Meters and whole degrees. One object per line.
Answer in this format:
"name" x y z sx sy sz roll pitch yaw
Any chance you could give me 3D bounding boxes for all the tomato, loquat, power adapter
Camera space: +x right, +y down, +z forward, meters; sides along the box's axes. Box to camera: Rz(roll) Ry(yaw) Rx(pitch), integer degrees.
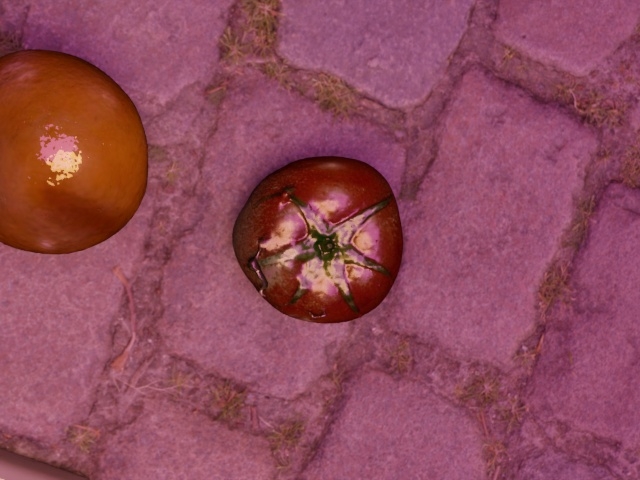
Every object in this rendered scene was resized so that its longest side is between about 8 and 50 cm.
"tomato" 0.000 0.000 1.699 0.304 0.239 0.303 -1 97 -5
"loquat" -0.450 -0.132 1.497 0.360 0.328 0.328 -15 101 -43
"power adapter" -0.493 0.488 1.655 0.255 0.124 0.187 24 90 -19
